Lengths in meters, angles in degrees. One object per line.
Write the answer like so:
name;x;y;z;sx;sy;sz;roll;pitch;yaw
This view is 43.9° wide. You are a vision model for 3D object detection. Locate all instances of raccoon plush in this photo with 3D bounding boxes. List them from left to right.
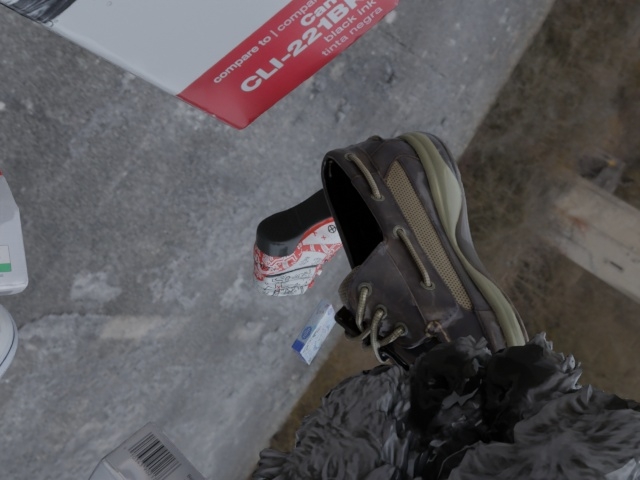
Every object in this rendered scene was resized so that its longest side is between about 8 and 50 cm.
raccoon plush;0.065;0.267;0.421;0.446;0.216;0.299;-41;120;-30

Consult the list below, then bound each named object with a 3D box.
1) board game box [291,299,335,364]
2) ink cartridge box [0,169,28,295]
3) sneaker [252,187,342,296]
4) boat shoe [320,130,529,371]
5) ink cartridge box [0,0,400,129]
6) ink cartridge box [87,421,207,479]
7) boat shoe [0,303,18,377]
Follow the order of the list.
board game box;-0.008;0.146;1.257;0.090;0.020;0.090;-56;162;-14
ink cartridge box;-0.410;-0.049;0.816;0.181;0.224;0.056;-4;169;-37
sneaker;-0.001;-0.001;1.329;0.270;0.090;0.145;-24;143;-34
boat shoe;0.074;0.056;0.688;0.130;0.355;0.132;-3;142;-15
ink cartridge box;-0.101;-0.184;0.312;0.114;0.197;0.273;-35;159;17
ink cartridge box;-0.173;0.328;0.716;0.069;0.176;0.371;-34;164;-52
boat shoe;-0.261;0.081;0.421;0.226;0.083;0.076;-30;168;-43
